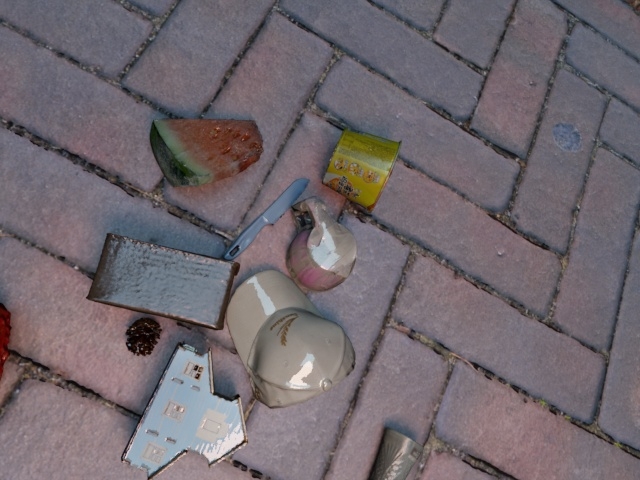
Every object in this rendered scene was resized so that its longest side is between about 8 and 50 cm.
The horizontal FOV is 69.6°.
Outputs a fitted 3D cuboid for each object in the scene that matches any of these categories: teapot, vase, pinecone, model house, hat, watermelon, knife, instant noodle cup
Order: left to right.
[{"bbox_3d":[-0.382,0.208,0.997,0.077,0.077,0.083,-1,93,-16],"label":"pinecone"},{"bbox_3d":[-0.242,0.360,0.938,0.207,0.178,0.270,23,68,-3],"label":"model house"},{"bbox_3d":[-0.258,-0.219,1.125,0.257,0.140,0.192,-26,79,-30],"label":"watermelon"},{"bbox_3d":[-0.130,-0.059,1.167,0.044,0.019,0.313,45,68,-9],"label":"knife"},{"bbox_3d":[-0.069,0.201,1.037,0.258,0.168,0.301,-28,81,-24],"label":"hat"},{"bbox_3d":[0.014,0.003,1.104,0.164,0.178,0.221,7,73,-15],"label":"teapot"},{"bbox_3d":[0.100,-0.191,1.176,0.153,0.205,0.204,24,71,-3],"label":"instant noodle cup"},{"bbox_3d":[0.149,0.551,1.050,0.096,0.096,0.219,32,73,-6],"label":"vase"}]

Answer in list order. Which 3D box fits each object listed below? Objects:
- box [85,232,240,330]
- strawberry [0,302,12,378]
[{"bbox_3d":[-0.324,0.095,0.984,0.274,0.184,0.143,15,76,-11],"label":"box"},{"bbox_3d":[-0.703,0.224,0.821,0.261,0.261,0.257,-7,71,-17],"label":"strawberry"}]
